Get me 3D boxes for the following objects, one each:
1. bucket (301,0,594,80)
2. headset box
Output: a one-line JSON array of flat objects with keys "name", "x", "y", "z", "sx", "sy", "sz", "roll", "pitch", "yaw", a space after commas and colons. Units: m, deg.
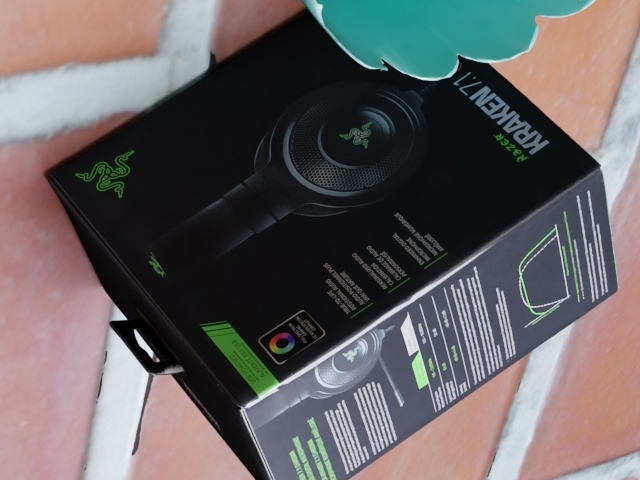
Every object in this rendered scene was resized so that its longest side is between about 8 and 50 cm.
[{"name": "bucket", "x": 0.052, "y": -0.250, "z": 1.061, "sx": 0.281, "sy": 0.183, "sz": 0.281, "roll": -23, "pitch": 136, "yaw": -24}, {"name": "headset box", "x": 0.000, "y": 0.000, "z": 1.194, "sx": 0.283, "sy": 0.246, "sz": 0.131, "roll": -33, "pitch": 141, "yaw": -12}]
